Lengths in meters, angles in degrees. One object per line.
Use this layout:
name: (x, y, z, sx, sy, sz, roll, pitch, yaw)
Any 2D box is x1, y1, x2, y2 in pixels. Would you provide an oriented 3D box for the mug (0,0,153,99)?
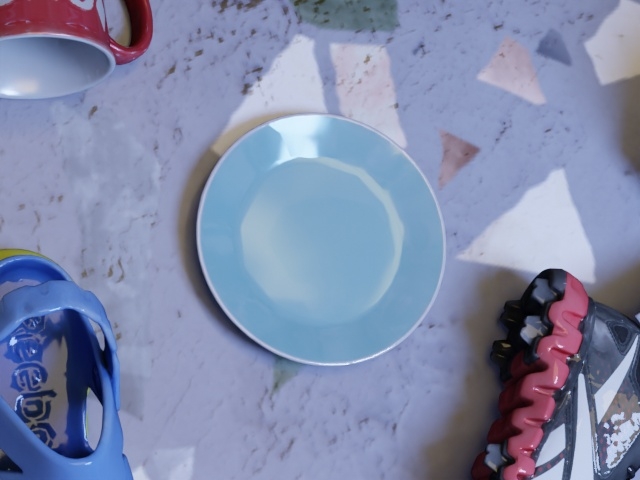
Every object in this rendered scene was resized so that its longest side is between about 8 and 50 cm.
mug: (-0.198, -0.192, 1.261, 0.113, 0.150, 0.169, -12, 73, 17)

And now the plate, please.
plate: (0.000, 0.000, 1.302, 0.188, 0.024, 0.188, 4, 75, -15)

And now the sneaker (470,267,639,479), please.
sneaker: (0.171, 0.162, 1.274, 0.135, 0.097, 0.276, 22, 70, -8)

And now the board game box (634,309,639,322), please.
board game box: (0.301, 0.058, 1.340, 0.103, 0.026, 0.154, 52, 39, 1)

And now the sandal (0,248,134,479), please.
sandal: (-0.170, 0.150, 1.154, 0.126, 0.138, 0.317, -14, 83, -22)
